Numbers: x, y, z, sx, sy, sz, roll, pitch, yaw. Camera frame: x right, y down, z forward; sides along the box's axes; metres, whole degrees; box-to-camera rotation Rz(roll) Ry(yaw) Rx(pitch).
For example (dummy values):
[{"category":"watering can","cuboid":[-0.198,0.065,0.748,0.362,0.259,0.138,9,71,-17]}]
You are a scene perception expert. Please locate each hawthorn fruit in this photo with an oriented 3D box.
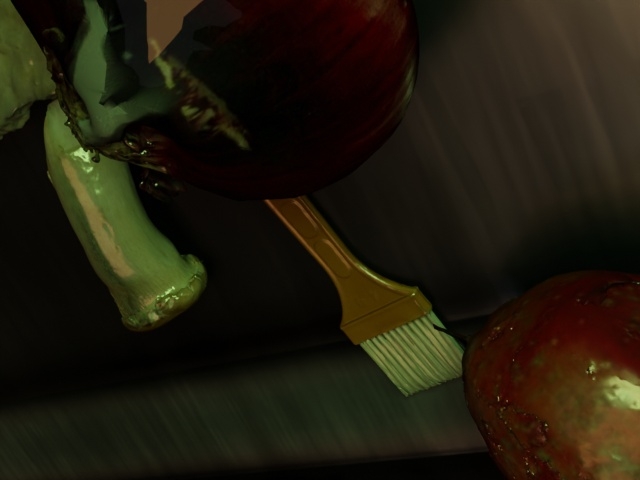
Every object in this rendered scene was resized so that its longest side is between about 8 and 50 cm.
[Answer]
[{"category":"hawthorn fruit","cuboid":[0.170,0.105,0.663,0.235,0.181,0.181,21,132,26]}]

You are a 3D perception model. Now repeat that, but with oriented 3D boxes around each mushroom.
[{"category":"mushroom","cuboid":[-0.168,-0.023,0.822,0.084,0.071,0.209,-13,113,29]}]

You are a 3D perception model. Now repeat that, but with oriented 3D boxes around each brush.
[{"category":"brush","cuboid":[0.000,0.000,0.780,0.090,0.017,0.314,-30,105,40]}]

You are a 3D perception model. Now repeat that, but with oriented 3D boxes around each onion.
[{"category":"onion","cuboid":[-0.046,-0.162,0.573,0.273,0.285,0.273,42,173,6]}]

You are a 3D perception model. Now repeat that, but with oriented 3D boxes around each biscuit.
[{"category":"biscuit","cuboid":[-0.233,-0.156,0.758,0.249,0.032,0.133,-16,98,33]}]
